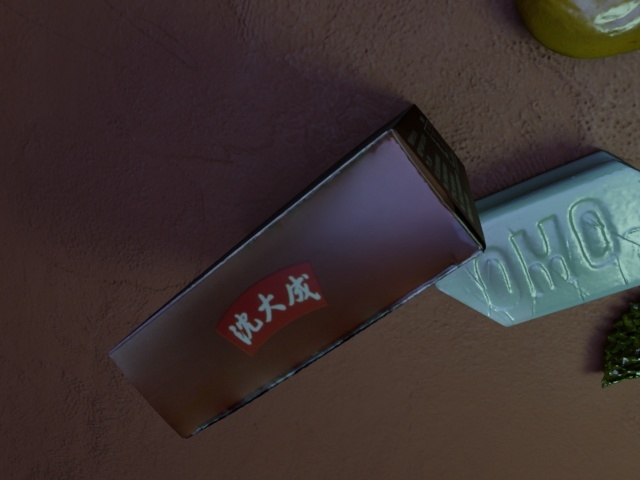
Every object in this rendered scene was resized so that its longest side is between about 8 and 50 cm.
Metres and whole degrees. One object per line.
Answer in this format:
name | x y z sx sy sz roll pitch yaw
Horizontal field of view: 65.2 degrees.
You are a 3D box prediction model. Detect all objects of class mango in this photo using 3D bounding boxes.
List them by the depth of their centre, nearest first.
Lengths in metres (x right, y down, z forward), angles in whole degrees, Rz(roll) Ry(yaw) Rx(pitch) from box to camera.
mango | 0.343 -0.282 0.577 0.228 0.109 0.147 11 86 9

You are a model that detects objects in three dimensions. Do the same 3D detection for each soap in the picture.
soap | 0.299 0.009 0.691 0.290 0.095 0.172 -23 102 19

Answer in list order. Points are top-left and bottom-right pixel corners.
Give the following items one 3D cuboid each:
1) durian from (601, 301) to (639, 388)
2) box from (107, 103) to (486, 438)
durian | 0.586 0.133 0.686 0.356 0.157 0.169 -1 144 13
box | 0.000 0.000 0.597 0.345 0.385 0.122 -37 96 21
